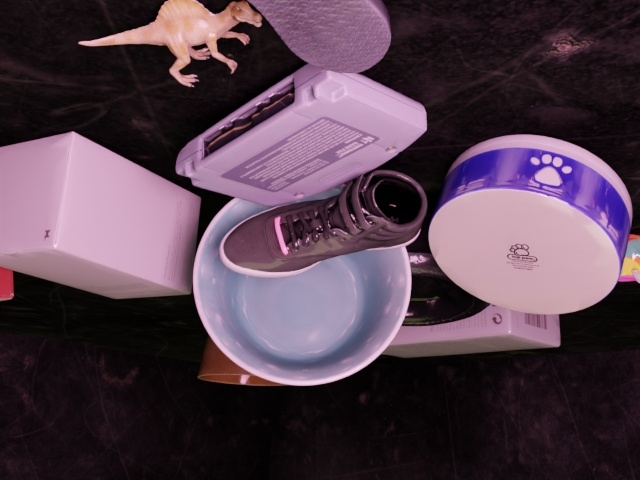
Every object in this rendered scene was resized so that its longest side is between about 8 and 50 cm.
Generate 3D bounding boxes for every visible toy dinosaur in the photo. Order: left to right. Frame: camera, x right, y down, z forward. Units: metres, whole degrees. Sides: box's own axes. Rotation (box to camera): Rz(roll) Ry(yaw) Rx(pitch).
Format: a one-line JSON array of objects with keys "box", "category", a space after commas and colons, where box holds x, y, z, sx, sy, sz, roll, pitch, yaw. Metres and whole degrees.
[{"box": [-0.142, -0.208, 0.763, 0.183, 0.053, 0.092, -8, 147, 9], "category": "toy dinosaur"}]

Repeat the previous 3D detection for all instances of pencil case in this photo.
[{"box": [0.508, 0.036, 1.395, 0.236, 0.104, 0.104, 0, 163, 12], "category": "pencil case"}]

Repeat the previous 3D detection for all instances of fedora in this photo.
[{"box": [0.164, 0.043, 1.355, 0.334, 0.152, 0.334, 3, 157, 1], "category": "fedora"}]

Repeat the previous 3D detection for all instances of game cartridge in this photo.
[{"box": [-0.022, -0.123, 0.949, 0.196, 0.060, 0.294, 19, 150, -40], "category": "game cartridge"}]

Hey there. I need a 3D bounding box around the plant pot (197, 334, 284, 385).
[{"box": [-0.169, 0.213, 1.807, 0.237, 0.254, 0.237, 2, 164, 1], "category": "plant pot"}]

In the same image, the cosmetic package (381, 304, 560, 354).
[{"box": [0.315, 0.183, 1.802, 0.453, 0.161, 0.230, -13, 158, 42], "category": "cosmetic package"}]

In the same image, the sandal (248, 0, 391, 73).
[{"box": [-0.026, -0.234, 0.651, 0.097, 0.054, 0.254, -21, 143, 38], "category": "sandal"}]

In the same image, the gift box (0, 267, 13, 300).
[{"box": [-0.653, -0.013, 1.127, 0.258, 0.255, 0.276, -13, 164, 37], "category": "gift box"}]

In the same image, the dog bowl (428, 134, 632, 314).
[{"box": [0.289, -0.015, 1.042, 0.265, 0.104, 0.265, 17, 144, 13], "category": "dog bowl"}]

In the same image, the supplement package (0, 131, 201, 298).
[{"box": [-0.349, -0.025, 1.159, 0.178, 0.175, 0.293, -5, 162, 28], "category": "supplement package"}]

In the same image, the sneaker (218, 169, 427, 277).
[{"box": [0.009, -0.029, 1.001, 0.296, 0.104, 0.147, -10, 163, -11], "category": "sneaker"}]

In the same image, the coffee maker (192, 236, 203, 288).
[{"box": [-0.171, 0.080, 1.508, 0.178, 0.171, 0.120, 15, 176, -33], "category": "coffee maker"}]

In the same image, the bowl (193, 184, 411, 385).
[{"box": [-0.028, 0.074, 1.136, 0.312, 0.311, 0.163, 3, 162, -1], "category": "bowl"}]
